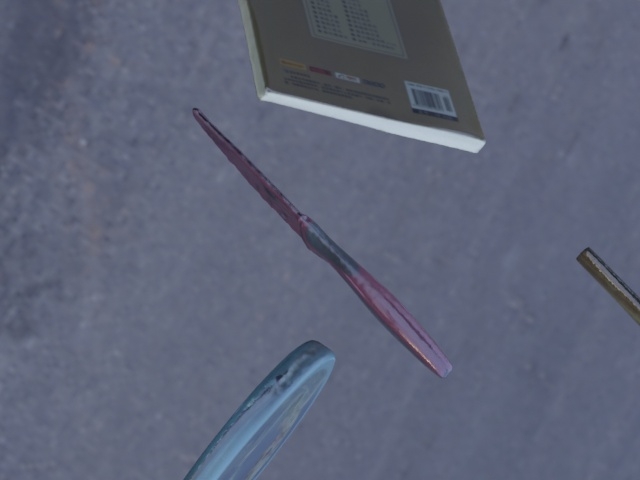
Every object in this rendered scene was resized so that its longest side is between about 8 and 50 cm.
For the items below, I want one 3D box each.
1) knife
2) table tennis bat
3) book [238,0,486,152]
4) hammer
[{"bbox_3d":[0.000,0.000,1.168,0.018,0.247,0.035,-42,172,-9],"label":"knife"},{"bbox_3d":[-0.065,0.151,0.992,0.237,0.038,0.149,-55,171,22],"label":"table tennis bat"},{"bbox_3d":[0.021,-0.213,1.570,0.217,0.310,0.021,11,134,-25],"label":"book"},{"bbox_3d":[0.211,0.071,0.980,0.017,0.182,0.062,-40,173,-25],"label":"hammer"}]
